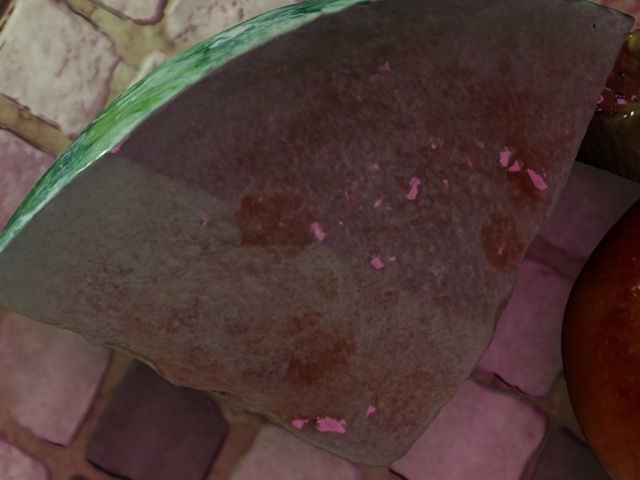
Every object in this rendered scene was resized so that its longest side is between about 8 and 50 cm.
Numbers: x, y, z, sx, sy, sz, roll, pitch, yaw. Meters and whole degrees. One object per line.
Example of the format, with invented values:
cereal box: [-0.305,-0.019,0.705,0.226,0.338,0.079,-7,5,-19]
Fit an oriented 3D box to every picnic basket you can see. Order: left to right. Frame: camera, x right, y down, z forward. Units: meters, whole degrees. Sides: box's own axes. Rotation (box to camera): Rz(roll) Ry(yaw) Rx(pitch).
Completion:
picnic basket: [0.190,-0.079,1.077,0.110,0.193,0.055,-26,103,-8]

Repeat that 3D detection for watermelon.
watermelon: [0.000,0.000,1.038,0.387,0.228,0.258,-22,88,-14]

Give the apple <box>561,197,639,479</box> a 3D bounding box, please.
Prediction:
apple: [0.274,0.066,1.060,0.271,0.206,0.252,-13,74,-10]
